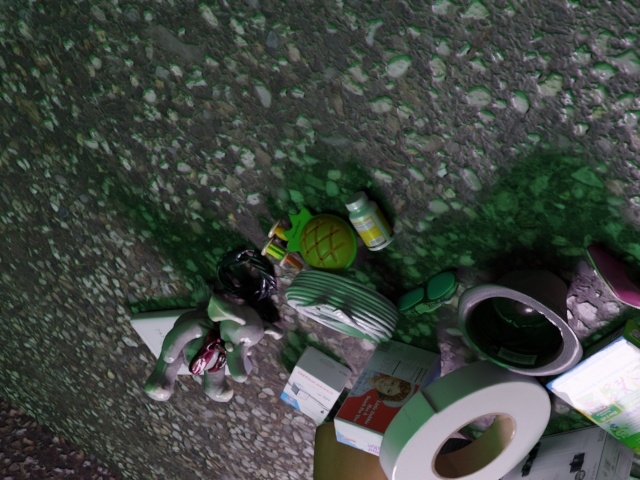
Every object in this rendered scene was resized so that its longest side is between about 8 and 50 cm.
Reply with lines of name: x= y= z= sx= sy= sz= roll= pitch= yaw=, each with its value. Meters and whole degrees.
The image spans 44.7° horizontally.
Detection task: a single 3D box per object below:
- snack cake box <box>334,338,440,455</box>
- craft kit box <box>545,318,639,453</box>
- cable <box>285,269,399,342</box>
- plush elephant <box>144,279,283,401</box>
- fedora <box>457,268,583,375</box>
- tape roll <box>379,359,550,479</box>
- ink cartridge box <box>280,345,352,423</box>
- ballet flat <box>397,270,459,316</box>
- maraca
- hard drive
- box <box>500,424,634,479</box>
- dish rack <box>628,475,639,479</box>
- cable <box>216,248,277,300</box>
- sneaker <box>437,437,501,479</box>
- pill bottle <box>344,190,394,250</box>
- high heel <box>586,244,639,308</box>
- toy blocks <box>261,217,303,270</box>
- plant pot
snack cake box: x=0.159 y=0.358 z=1.785 sx=0.152 sy=0.264 sz=0.089 roll=15 pitch=136 yaw=25
craft kit box: x=0.625 y=0.299 z=1.555 sx=0.247 sy=0.061 sz=0.250 roll=39 pitch=140 yaw=2
cable: x=0.046 y=0.146 z=1.729 sx=0.257 sy=0.089 sz=0.257 roll=30 pitch=166 yaw=-35
plush elephant: x=-0.244 y=0.259 z=1.970 sx=0.255 sy=0.330 sz=0.272 roll=-5 pitch=160 yaw=41
fedora: x=0.393 y=0.139 z=1.490 sx=0.244 sy=0.124 sz=0.275 roll=32 pitch=149 yaw=10
tape roll: x=0.312 y=0.416 z=1.670 sx=0.072 sy=0.392 sz=0.392 roll=-123 pitch=21 yaw=-45
ink cartridge box: x=-0.014 y=0.386 z=2.081 sx=0.140 sy=0.082 sz=0.190 roll=31 pitch=141 yaw=7
ballet flat: x=0.245 y=0.117 z=1.663 sx=0.070 sy=0.070 sz=0.188 roll=47 pitch=141 yaw=-11
maraca: x=0.000 y=0.000 z=1.688 sx=0.186 sy=0.099 sz=0.127 roll=26 pitch=98 yaw=29
hard drive: x=-0.385 y=0.301 z=2.297 sx=0.353 sy=0.047 sz=0.233 roll=-8 pitch=122 yaw=41
box: x=0.540 y=0.519 z=1.739 sx=0.087 sy=0.169 sz=0.290 roll=45 pitch=138 yaw=-12
dish rack: x=0.745 y=0.686 z=1.823 sx=0.285 sy=0.072 sz=0.333 roll=12 pitch=135 yaw=26
cable: x=-0.187 y=0.089 z=1.961 sx=0.150 sy=0.047 sz=0.184 roll=45 pitch=137 yaw=-17
sneaker: x=0.423 y=0.619 z=1.949 sx=0.330 sy=0.122 sz=0.146 roll=30 pitch=142 yaw=4
pill bottle: x=0.099 y=-0.042 z=1.604 sx=0.065 sy=0.065 sz=0.116 roll=-12 pitch=119 yaw=42
high heel: x=0.585 y=0.081 z=1.381 sx=0.117 sy=0.082 sz=0.244 roll=-41 pitch=85 yaw=18
toy blocks: x=-0.053 y=0.028 z=1.790 sx=0.148 sy=0.054 sz=0.123 roll=32 pitch=139 yaw=6
plant pot: x=0.076 y=0.651 z=2.086 sx=0.237 sy=0.254 sz=0.237 roll=10 pitch=146 yaw=7
